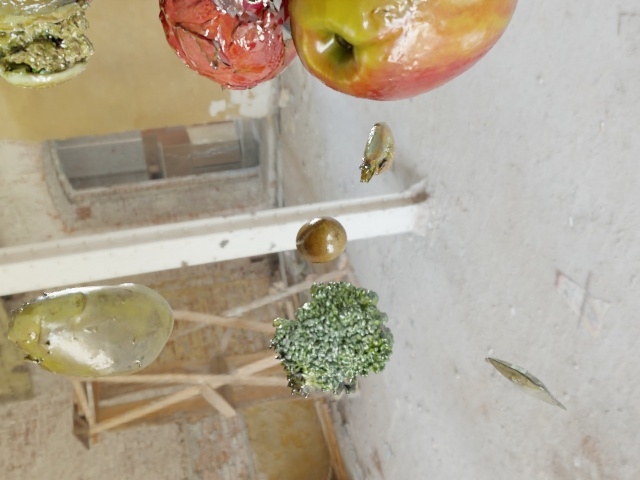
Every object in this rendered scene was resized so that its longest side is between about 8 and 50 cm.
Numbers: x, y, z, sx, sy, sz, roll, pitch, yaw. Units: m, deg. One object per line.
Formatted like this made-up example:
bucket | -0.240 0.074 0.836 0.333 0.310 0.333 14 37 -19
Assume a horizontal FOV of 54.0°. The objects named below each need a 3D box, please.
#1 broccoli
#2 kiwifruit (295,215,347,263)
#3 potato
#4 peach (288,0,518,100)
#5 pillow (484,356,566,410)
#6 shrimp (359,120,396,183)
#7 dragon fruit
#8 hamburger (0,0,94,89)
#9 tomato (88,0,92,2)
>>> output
broccoli | 0.032 0.273 1.690 0.324 0.334 0.272 59 176 1
kiwifruit | 0.000 0.000 1.038 0.124 0.075 0.075 -14 85 64
potato | -0.411 0.167 1.147 0.141 0.296 0.192 50 119 43
peach | 0.124 -0.374 0.945 0.290 0.372 0.372 57 172 -15
pillow | 0.385 0.267 1.166 0.130 0.033 0.217 28 173 36
shrimp | 0.150 -0.215 1.587 0.115 0.051 0.217 51 -137 -28
dragon fruit | -0.162 -0.433 1.172 0.301 0.295 0.296 -145 47 -75
hamburger | -0.404 -0.306 0.903 0.131 0.159 0.185 94 -163 -49
tomato | -0.552 -0.557 1.191 0.144 0.338 0.339 -123 27 -45
